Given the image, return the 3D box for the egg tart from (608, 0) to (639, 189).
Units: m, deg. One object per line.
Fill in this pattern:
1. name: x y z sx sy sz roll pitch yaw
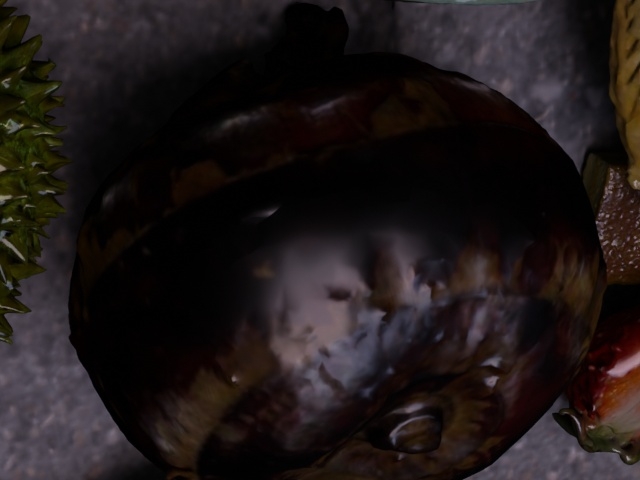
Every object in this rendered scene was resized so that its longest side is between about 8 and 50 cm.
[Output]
1. egg tart: 0.297 -0.137 1.016 0.318 0.128 0.319 -8 119 -15

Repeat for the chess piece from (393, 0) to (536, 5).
1. chess piece: 0.065 -0.264 0.870 0.139 0.139 0.272 -4 107 -20

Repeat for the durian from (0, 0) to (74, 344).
1. durian: -0.256 -0.017 0.801 0.291 0.224 0.291 -8 108 -28

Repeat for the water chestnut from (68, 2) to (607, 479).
1. water chestnut: 0.000 0.000 0.915 0.300 0.300 0.300 -9 119 -17

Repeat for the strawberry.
1. strawberry: 0.234 0.072 1.107 0.187 0.082 0.146 -37 149 19

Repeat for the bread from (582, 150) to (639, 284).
1. bread: 0.211 -0.014 1.098 0.094 0.035 0.090 -1 117 -22
